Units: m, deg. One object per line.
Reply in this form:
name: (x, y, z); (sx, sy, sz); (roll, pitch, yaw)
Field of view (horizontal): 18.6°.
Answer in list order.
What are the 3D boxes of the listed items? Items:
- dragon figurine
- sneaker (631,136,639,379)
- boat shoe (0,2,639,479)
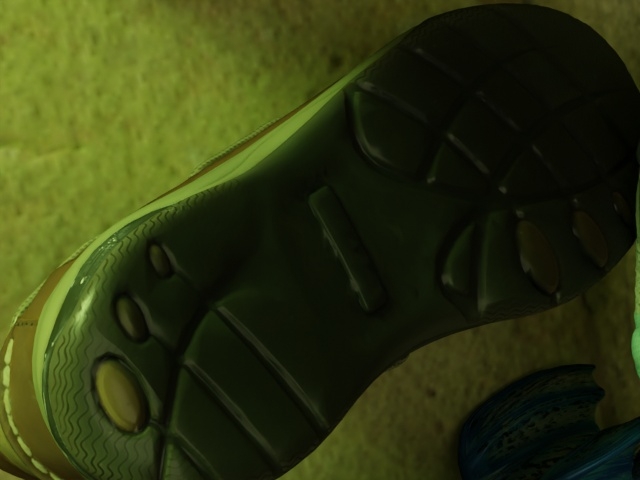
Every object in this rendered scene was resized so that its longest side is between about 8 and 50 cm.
dragon figurine: (0.115, 0.107, 0.831); (0.289, 0.085, 0.144); (-36, 112, -15)
sneaker: (0.186, -0.041, 0.776); (0.122, 0.110, 0.283); (38, 53, -41)
boat shoe: (0.000, 0.000, 0.741); (0.324, 0.120, 0.122); (-26, 95, -41)
